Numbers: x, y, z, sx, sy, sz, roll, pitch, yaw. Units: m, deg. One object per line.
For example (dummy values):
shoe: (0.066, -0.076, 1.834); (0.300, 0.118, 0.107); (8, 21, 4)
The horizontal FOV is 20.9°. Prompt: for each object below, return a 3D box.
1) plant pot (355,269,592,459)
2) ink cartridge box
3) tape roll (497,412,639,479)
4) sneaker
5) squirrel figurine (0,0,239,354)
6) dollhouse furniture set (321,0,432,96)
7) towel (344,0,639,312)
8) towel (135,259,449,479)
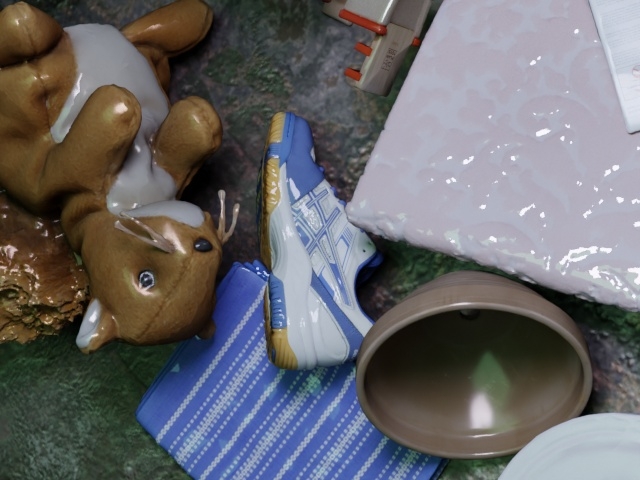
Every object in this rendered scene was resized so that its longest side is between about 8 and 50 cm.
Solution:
plant pot: (0.152, 0.109, 1.759); (0.237, 0.237, 0.110); (-25, 38, 22)
ink cartridge box: (0.350, -0.206, 1.715); (0.145, 0.045, 0.179); (-16, 79, 11)
tape roll: (0.303, 0.309, 1.700); (0.286, 0.100, 0.286); (-3, 83, 27)
sneaker: (0.000, 0.000, 1.894); (0.131, 0.112, 0.296); (-2, 70, -8)
squirrel figurine: (-0.256, -0.029, 1.941); (0.397, 0.281, 0.370); (-36, 71, 36)
dollhouse furniture set: (-0.020, -0.268, 1.831); (0.259, 0.262, 0.135); (29, 101, 25)
towel: (0.229, -0.109, 1.754); (0.331, 0.053, 0.317); (17, 73, 26)
towel: (-0.039, 0.210, 1.915); (0.336, 0.040, 0.243); (42, 104, 24)
